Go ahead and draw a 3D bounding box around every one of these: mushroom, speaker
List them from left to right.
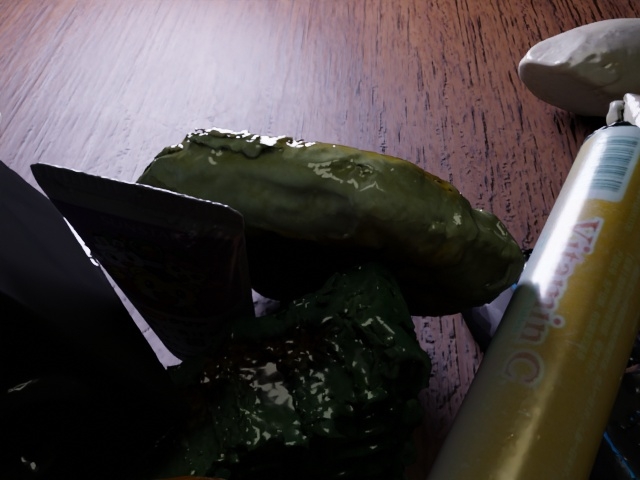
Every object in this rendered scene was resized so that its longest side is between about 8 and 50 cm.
[{"bbox_3d":[-0.252,0.083,0.489,0.254,0.184,0.232,-42,50,-2],"label":"speaker"},{"bbox_3d":[0.406,-0.214,1.054,0.350,0.128,0.128,-9,41,-22],"label":"mushroom"}]

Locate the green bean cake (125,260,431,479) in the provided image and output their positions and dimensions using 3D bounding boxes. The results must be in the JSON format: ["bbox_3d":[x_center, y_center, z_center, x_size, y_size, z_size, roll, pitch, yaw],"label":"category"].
[{"bbox_3d":[-0.045,0.118,0.539,0.209,0.193,0.107,-6,46,-12],"label":"green bean cake"}]

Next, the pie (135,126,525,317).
[{"bbox_3d":[0.000,0.000,0.632,0.307,0.306,0.071,10,74,5],"label":"pie"}]

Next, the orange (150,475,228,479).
[{"bbox_3d":[-0.069,0.218,0.399,0.224,0.170,0.223,-9,60,16],"label":"orange"}]

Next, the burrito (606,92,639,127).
[{"bbox_3d":[0.395,-0.011,0.820,0.175,0.107,0.347,15,39,-13],"label":"burrito"}]

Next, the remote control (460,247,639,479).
[{"bbox_3d":[0.234,0.135,0.649,0.145,0.062,0.398,-9,40,-16],"label":"remote control"}]

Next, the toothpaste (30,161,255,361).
[{"bbox_3d":[-0.089,0.028,0.563,0.114,0.299,0.073,15,71,7],"label":"toothpaste"}]

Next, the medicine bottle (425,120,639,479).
[{"bbox_3d":[0.165,0.083,0.590,0.108,0.108,0.426,22,54,19],"label":"medicine bottle"}]
